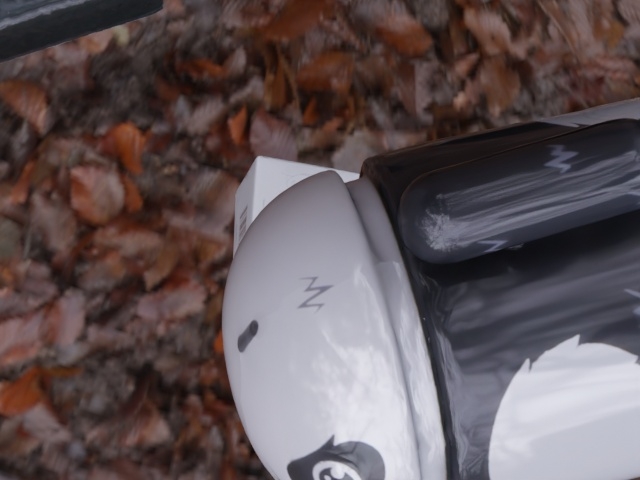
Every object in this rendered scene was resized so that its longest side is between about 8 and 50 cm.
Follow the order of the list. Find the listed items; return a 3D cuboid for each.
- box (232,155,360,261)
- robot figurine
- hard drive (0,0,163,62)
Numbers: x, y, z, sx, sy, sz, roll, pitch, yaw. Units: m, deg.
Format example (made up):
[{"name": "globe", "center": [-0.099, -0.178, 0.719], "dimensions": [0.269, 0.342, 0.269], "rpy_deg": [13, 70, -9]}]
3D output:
[{"name": "box", "center": [0.000, 0.000, 1.468], "dimensions": [0.171, 0.130, 0.091], "rpy_deg": [10, 154, -14]}, {"name": "robot figurine", "center": [0.095, 0.035, 0.640], "dimensions": [0.278, 0.173, 0.209], "rpy_deg": [-13, 110, -5]}, {"name": "hard drive", "center": [-0.114, -0.115, 0.431], "dimensions": [0.094, 0.135, 0.022], "rpy_deg": [-19, 158, -10]}]
